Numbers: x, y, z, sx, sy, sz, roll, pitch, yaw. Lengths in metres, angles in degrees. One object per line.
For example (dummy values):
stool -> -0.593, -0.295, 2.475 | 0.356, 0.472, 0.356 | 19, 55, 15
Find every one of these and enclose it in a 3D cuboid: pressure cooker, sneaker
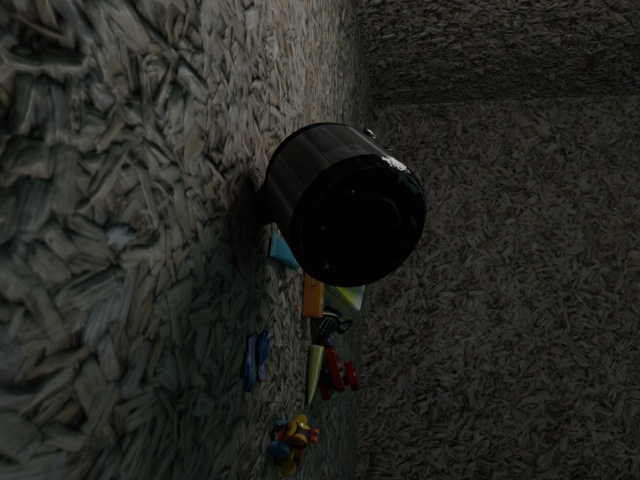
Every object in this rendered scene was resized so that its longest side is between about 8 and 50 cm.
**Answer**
pressure cooker -> 0.046, -0.124, 1.260 | 0.375, 0.370, 0.420 | -60, -147, 18
sneaker -> 0.031, 0.356, 2.090 | 0.111, 0.121, 0.300 | -56, 149, 4

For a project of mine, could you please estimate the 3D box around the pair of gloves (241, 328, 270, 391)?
pair of gloves -> -0.179, 0.335, 1.306 | 0.198, 0.023, 0.159 | 16, 75, -78

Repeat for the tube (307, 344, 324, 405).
tube -> -0.030, 0.562, 1.937 | 0.070, 0.062, 0.240 | 13, 81, -41

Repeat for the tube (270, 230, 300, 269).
tube -> -0.118, 0.044, 1.505 | 0.207, 0.052, 0.080 | 50, 37, -64

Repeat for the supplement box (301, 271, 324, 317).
supplement box -> -0.026, 0.192, 1.859 | 0.080, 0.078, 0.233 | 30, 63, -76

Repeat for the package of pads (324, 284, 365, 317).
package of pads -> 0.102, 0.187, 2.140 | 0.229, 0.101, 0.296 | 45, 31, -15

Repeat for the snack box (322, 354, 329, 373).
snack box -> 0.038, 0.645, 2.281 | 0.100, 0.037, 0.141 | -52, 142, -72

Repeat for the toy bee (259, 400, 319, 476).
toy bee -> -0.085, 0.633, 1.444 | 0.298, 0.162, 0.195 | 71, 25, -57

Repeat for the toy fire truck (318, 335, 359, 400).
toy fire truck -> 0.054, 0.547, 2.048 | 0.302, 0.169, 0.254 | 88, -16, -87
